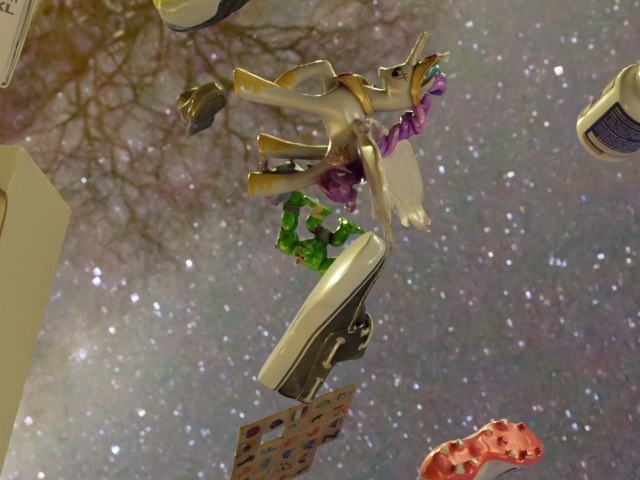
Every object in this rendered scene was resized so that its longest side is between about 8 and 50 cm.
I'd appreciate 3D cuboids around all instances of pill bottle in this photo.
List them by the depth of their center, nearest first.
[{"bbox_3d":[0.502,-0.214,1.386,0.112,0.112,0.187,-42,173,-27],"label":"pill bottle"}]

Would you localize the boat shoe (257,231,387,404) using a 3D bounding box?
[{"bbox_3d":[0.023,0.116,1.177,0.301,0.102,0.108,-56,-175,31],"label":"boat shoe"}]

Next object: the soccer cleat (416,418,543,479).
[{"bbox_3d":[0.240,0.334,1.315,0.248,0.095,0.083,-2,-133,-42],"label":"soccer cleat"}]

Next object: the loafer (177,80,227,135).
[{"bbox_3d":[-0.167,-0.183,1.177,0.056,0.050,0.148,-32,180,-23],"label":"loafer"}]

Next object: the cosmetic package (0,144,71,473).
[{"bbox_3d":[-0.309,0.085,0.643,0.160,0.113,0.309,2,-116,8],"label":"cosmetic package"}]

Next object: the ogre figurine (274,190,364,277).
[{"bbox_3d":[0.000,0.000,1.601,0.118,0.197,0.097,-61,-179,6],"label":"ogre figurine"}]

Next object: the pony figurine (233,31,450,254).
[{"bbox_3d":[0.054,-0.162,1.502,0.363,0.351,0.303,-4,-170,16],"label":"pony figurine"}]

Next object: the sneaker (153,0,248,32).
[{"bbox_3d":[-0.133,-0.371,0.865,0.145,0.147,0.385,-17,-123,23],"label":"sneaker"}]

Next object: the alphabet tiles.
[{"bbox_3d":[-0.050,0.322,1.363,0.198,0.237,0.009,-17,-127,-27],"label":"alphabet tiles"}]

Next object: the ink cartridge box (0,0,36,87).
[{"bbox_3d":[-0.254,-0.232,0.560,0.100,0.172,0.237,-52,-150,43],"label":"ink cartridge box"}]
